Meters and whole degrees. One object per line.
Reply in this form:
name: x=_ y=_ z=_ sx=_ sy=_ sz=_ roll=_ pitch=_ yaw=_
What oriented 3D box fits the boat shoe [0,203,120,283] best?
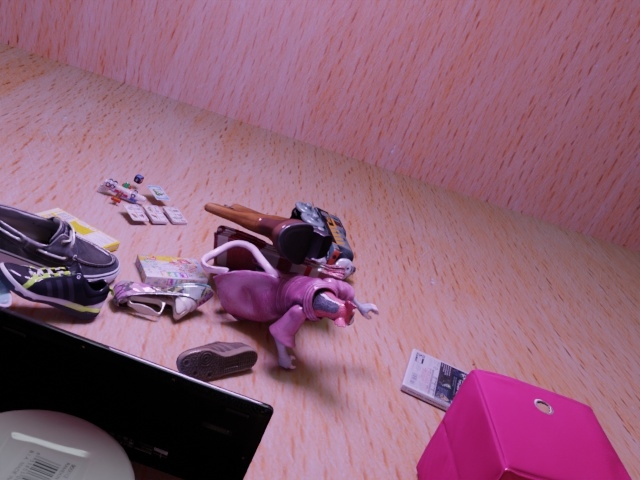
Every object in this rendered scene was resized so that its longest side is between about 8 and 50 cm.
boat shoe: x=-0.574 y=0.010 z=1.420 sx=0.335 sy=0.119 sz=0.121 roll=17 pitch=33 yaw=-38

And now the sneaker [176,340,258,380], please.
sneaker: x=-0.220 y=0.240 z=1.354 sx=0.188 sy=0.066 sz=0.071 roll=7 pitch=8 yaw=-43

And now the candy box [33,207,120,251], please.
candy box: x=-0.609 y=-0.020 z=1.643 sx=0.206 sy=0.027 sz=0.105 roll=27 pitch=25 yaw=16

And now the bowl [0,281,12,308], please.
bowl: x=-0.698 y=0.042 z=1.134 sx=0.311 sy=0.163 sz=0.311 roll=49 pitch=-10 yaw=11

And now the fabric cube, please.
fabric cube: x=0.340 y=0.421 z=1.137 sx=0.254 sy=0.259 sz=0.258 roll=19 pitch=22 yaw=-7

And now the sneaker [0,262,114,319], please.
sneaker: x=-0.516 y=0.075 z=1.314 sx=0.235 sy=0.097 sz=0.084 roll=33 pitch=5 yaw=-46

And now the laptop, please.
laptop: x=-0.266 y=0.211 z=1.045 sx=0.382 sy=0.407 sz=0.236 roll=20 pitch=44 yaw=-2

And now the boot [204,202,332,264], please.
boot: x=-0.138 y=-0.044 z=1.515 sx=0.281 sy=0.096 sz=0.264 roll=23 pitch=12 yaw=19

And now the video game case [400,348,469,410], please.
video game case: x=0.286 y=0.342 z=1.599 sx=0.173 sy=0.022 sz=0.190 roll=23 pitch=21 yaw=8

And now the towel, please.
towel: x=-0.111 y=0.065 z=1.682 sx=0.329 sy=0.037 sz=0.237 roll=20 pitch=-23 yaw=-2

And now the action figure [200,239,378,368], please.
action figure: x=-0.048 y=0.111 z=1.468 sx=0.248 sy=0.275 sz=0.370 roll=-36 pitch=23 yaw=-32

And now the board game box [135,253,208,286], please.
board game box: x=-0.365 y=0.076 z=1.635 sx=0.154 sy=0.026 sz=0.103 roll=6 pitch=26 yaw=-32

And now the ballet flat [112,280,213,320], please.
ballet flat: x=-0.345 y=0.135 z=1.470 sx=0.222 sy=0.076 sz=0.079 roll=6 pitch=44 yaw=-21

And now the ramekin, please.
ramekin: x=-0.373 y=0.343 z=0.849 sx=0.277 sy=0.135 sz=0.277 roll=18 pitch=21 yaw=-7

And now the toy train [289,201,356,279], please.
toy train: x=0.000 y=0.000 z=2.011 sx=0.190 sy=0.142 sz=0.334 roll=22 pitch=20 yaw=-23

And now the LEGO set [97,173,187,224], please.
LEGO set: x=-0.523 y=-0.113 z=1.942 sx=0.183 sy=0.060 sz=0.244 roll=1 pitch=37 yaw=-47
